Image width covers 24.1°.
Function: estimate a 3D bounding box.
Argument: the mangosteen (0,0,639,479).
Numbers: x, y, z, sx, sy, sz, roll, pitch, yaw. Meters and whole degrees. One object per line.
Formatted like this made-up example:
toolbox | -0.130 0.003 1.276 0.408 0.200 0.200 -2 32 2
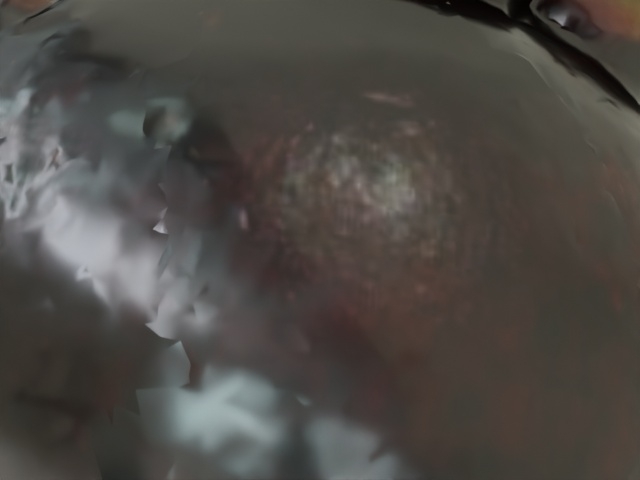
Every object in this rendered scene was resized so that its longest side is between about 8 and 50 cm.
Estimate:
mangosteen | 0.000 0.000 0.531 0.307 0.307 0.346 123 160 -81
